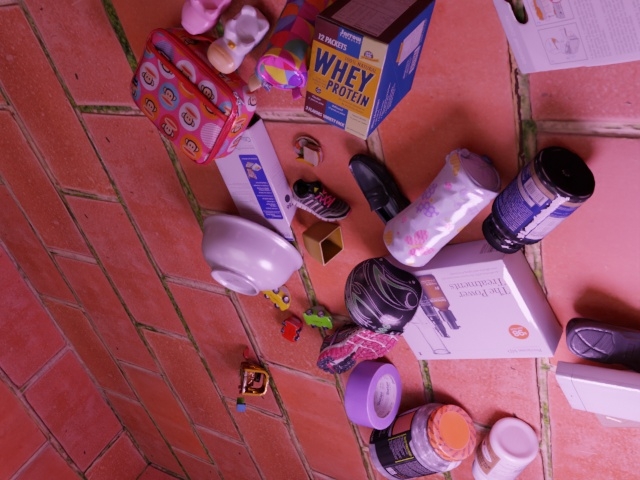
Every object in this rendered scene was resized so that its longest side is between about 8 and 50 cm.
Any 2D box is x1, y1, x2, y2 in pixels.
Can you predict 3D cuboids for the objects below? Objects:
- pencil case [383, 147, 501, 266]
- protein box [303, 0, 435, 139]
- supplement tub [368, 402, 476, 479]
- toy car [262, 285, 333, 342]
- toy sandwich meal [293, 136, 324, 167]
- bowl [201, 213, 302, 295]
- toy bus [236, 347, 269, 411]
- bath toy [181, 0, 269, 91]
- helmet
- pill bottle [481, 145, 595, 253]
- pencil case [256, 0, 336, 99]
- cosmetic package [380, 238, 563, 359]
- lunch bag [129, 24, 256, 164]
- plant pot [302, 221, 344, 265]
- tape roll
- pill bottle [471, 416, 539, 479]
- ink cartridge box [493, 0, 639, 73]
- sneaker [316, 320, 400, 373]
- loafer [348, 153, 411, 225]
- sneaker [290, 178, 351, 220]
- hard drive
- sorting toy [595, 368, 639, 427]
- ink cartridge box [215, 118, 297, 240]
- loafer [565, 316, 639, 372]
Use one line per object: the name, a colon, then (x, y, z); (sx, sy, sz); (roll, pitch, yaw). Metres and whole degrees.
pencil case: (0.245, -0.063, 1.334); (0.124, 0.113, 0.273); (37, 127, -2)
protein box: (0.087, -0.333, 1.171); (0.136, 0.201, 0.199); (28, 140, 15)
supplement tub: (0.299, 0.594, 1.911); (0.193, 0.193, 0.316); (43, 142, -5)
toy car: (-0.049, 0.220, 1.939); (0.225, 0.053, 0.238); (5, 131, 35)
toy sandwich meal: (-0.030, -0.207, 1.526); (0.086, 0.029, 0.085); (22, 138, 21)
bowl: (-0.210, 0.060, 1.771); (0.298, 0.134, 0.297); (20, 157, 9)
toy bus: (-0.236, 0.493, 2.307); (0.105, 0.202, 0.190); (7, 132, -9)
bath toy: (-0.223, -0.475, 1.353); (0.348, 0.151, 0.129); (46, -176, -11)
helmet: (0.133, 0.125, 1.483); (0.162, 0.169, 0.169); (29, 142, -9)
pill bottle: (0.406, -0.068, 1.238); (0.123, 0.122, 0.219); (37, 142, 3)
pencil case: (-0.038, -0.382, 1.201); (0.105, 0.236, 0.104); (17, 156, 8)
cosmetic package: (0.334, 0.150, 1.533); (0.377, 0.097, 0.284); (-12, 121, 44)
lunch bag: (-0.288, -0.348, 1.494); (0.293, 0.120, 0.258); (44, 127, 10)
plant pot: (0.000, 0.000, 1.668); (0.083, 0.081, 0.081); (25, 141, 36)
tape roll: (0.156, 0.449, 1.889); (0.080, 0.189, 0.188); (3, 129, 38)
pill bottle: (0.505, 0.601, 1.804); (0.131, 0.131, 0.229); (28, 140, 14)
ink cartridge box: (0.422, -0.417, 0.948); (0.385, 0.091, 0.308); (9, 136, 55)
sneaker: (0.100, 0.276, 1.837); (0.121, 0.112, 0.299); (36, 133, -28)
loafer: (0.139, -0.098, 1.458); (0.223, 0.078, 0.076); (50, 140, -13)
sneaker: (-0.003, -0.103, 1.578); (0.171, 0.063, 0.074); (23, 145, 26)
hard drive: (0.695, 0.336, 1.349); (0.353, 0.047, 0.233); (4, 152, 33)
sorting toy: (0.707, 0.361, 1.490); (0.193, 0.038, 0.208); (-17, 120, 47)
ink cartridge box: (-0.168, -0.152, 1.663); (0.166, 0.065, 0.332); (5, 129, 35)
loafer: (0.668, 0.224, 1.356); (0.303, 0.095, 0.109); (17, 111, 8)
